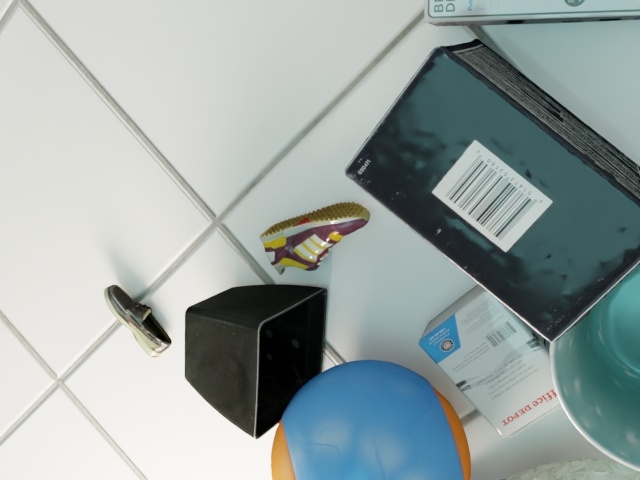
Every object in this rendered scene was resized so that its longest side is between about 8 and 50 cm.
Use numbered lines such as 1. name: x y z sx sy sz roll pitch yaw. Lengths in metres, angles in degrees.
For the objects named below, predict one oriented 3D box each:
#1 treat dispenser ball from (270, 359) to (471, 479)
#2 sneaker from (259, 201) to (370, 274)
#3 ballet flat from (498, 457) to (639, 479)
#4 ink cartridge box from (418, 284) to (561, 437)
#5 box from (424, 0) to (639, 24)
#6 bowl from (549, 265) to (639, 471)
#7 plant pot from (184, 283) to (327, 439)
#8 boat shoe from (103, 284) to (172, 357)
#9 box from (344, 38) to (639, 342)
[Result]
1. treat dispenser ball: 0.072 0.319 1.017 0.288 0.288 0.288 5 107 18
2. sneaker: 0.000 0.000 1.076 0.185 0.069 0.084 -13 109 28
3. ballet flat: 0.272 0.425 1.020 0.408 0.147 0.147 -29 95 36
4. ink cartridge box: 0.260 0.167 1.019 0.139 0.082 0.191 -42 90 25
5. box: 0.276 -0.353 0.860 0.289 0.087 0.169 5 107 18
6. bowl: 0.456 0.125 0.895 0.311 0.163 0.312 6 108 18
7. plant pot: -0.111 0.167 1.105 0.166 0.187 0.188 13 110 29
8. boat shoe: -0.317 0.134 1.231 0.049 0.056 0.152 -33 102 19
9. box: 0.227 -0.080 0.843 0.296 0.294 0.183 40 116 5
